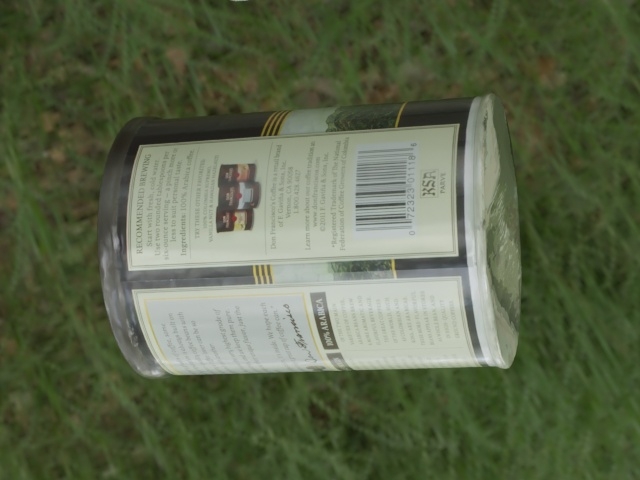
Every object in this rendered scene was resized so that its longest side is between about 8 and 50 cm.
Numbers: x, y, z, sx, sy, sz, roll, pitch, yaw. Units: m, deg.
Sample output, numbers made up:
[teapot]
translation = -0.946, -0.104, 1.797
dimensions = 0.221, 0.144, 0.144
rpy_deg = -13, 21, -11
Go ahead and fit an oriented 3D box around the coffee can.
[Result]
[coffee can]
translation = 0.000, 0.000, 1.090
dimensions = 0.275, 0.201, 0.201
rpy_deg = -2, 154, 14
